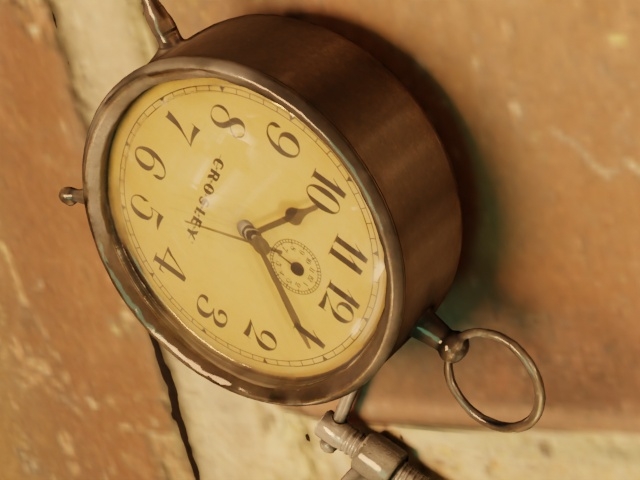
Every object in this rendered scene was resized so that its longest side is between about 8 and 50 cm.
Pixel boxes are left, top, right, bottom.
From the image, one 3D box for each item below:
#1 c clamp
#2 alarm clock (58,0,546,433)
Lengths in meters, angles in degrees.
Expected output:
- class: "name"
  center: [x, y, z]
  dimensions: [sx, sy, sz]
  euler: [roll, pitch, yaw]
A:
- class: "c clamp"
  center: [0.055, 0.123, 0.689]
  dimensions: [0.160, 0.022, 0.137]
  euler: [38, 132, 13]
- class: "alarm clock"
  center: [0.000, 0.000, 0.626]
  dimensions: [0.192, 0.064, 0.129]
  euler: [40, 133, 14]
